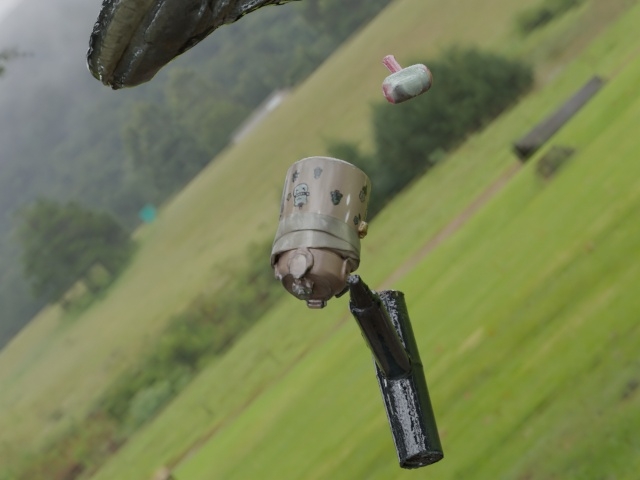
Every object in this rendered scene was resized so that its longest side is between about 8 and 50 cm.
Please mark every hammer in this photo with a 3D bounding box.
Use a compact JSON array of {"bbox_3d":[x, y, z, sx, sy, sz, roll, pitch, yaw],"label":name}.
[{"bbox_3d":[0.080,-0.170,1.725,0.052,0.031,0.083,-22,34,-6],"label":"hammer"}]

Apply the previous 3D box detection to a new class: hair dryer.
[{"bbox_3d":[0.060,0.105,1.545,0.050,0.173,0.195,-19,-25,7],"label":"hair dryer"}]

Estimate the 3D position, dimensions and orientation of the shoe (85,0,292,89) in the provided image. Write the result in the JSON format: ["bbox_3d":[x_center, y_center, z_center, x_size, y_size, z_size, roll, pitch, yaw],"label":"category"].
[{"bbox_3d":[-0.001,-0.200,1.040,0.336,0.171,0.132,-48,18,25],"label":"shoe"}]

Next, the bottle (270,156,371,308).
[{"bbox_3d":[-0.001,0.000,1.733,0.099,0.099,0.152,-40,37,56],"label":"bottle"}]
